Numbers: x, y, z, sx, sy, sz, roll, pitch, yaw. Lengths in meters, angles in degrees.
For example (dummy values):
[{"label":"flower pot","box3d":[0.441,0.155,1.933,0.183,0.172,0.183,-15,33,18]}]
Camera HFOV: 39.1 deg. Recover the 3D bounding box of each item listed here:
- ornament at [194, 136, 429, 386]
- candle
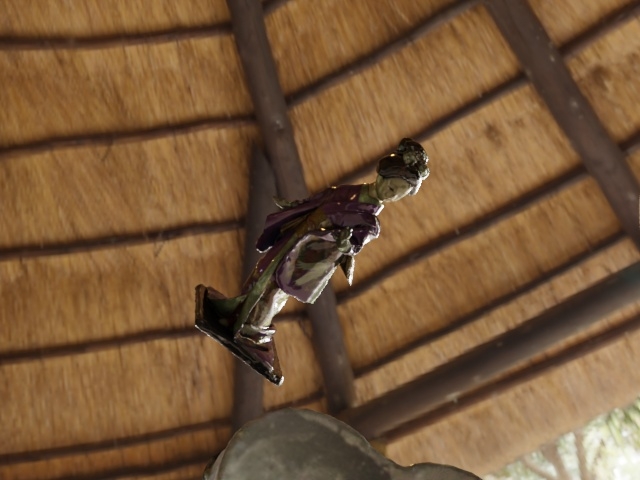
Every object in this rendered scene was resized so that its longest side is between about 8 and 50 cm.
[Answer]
[{"label":"ornament","box3d":[-0.001,0.005,0.648,0.088,0.081,0.203,41,-75,-19]},{"label":"candle","box3d":[0.014,0.191,0.509,0.192,0.169,0.068,20,-35,-2]}]
